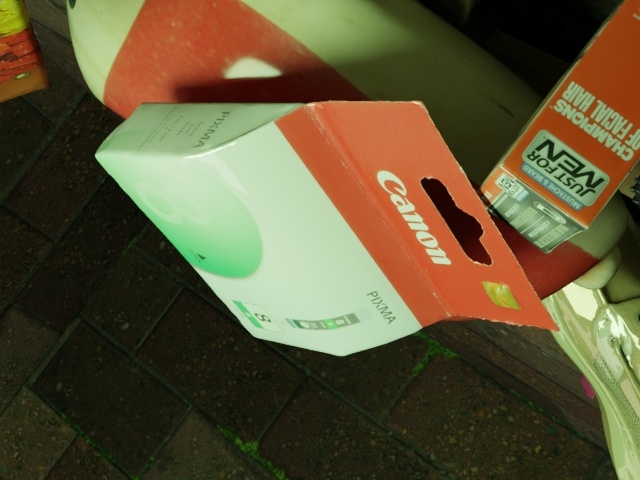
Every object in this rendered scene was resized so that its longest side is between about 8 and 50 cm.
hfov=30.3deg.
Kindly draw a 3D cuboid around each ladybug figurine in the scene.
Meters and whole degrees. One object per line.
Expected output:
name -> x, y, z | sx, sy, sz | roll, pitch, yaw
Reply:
ladybug figurine -> 0.005, -0.085, 0.819 | 0.449, 0.162, 0.305 | 34, 179, 4

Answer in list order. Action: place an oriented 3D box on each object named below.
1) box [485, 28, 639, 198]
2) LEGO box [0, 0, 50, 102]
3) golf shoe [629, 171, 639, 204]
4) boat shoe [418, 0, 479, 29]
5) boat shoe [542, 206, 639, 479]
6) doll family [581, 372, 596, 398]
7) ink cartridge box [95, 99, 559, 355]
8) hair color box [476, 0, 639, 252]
box -> 0.224, -0.073, 0.879 | 0.201, 0.021, 0.164 | 33, 173, 29
LEGO box -> -0.319, -0.287, 0.486 | 0.500, 0.193, 0.372 | 63, 170, 1
golf shoe -> 0.243, -0.048, 0.686 | 0.094, 0.077, 0.198 | 31, 169, 10
boat shoe -> 0.078, -0.171, 0.775 | 0.063, 0.059, 0.170 | 33, 179, -2
boat shoe -> 0.282, 0.085, 0.996 | 0.110, 0.121, 0.341 | -16, 100, 49
doll family -> 0.392, 0.169, 1.166 | 0.263, 0.163, 0.118 | 24, 132, 65
ink cartridge box -> 0.000, 0.000, 0.672 | 0.224, 0.056, 0.181 | 9, 145, 46
hair color box -> 0.149, -0.078, 0.580 | 0.053, 0.167, 0.093 | 36, 173, 4
